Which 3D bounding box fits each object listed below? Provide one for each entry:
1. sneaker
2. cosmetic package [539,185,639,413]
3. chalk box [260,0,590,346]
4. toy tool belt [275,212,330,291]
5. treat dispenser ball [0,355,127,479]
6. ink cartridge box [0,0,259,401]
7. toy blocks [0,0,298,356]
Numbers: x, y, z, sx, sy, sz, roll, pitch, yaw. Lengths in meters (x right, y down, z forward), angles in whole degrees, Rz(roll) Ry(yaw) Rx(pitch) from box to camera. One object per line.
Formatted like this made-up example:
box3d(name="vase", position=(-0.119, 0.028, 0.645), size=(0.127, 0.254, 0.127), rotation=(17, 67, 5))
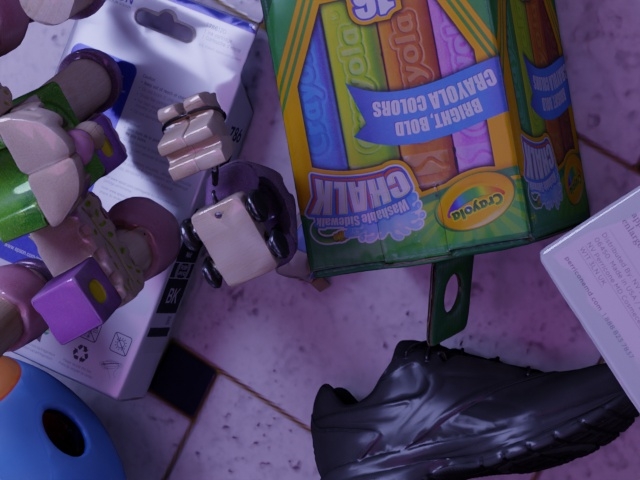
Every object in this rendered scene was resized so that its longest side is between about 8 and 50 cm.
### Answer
box3d(name="sneaker", position=(0.116, 0.129, 1.381), size=(0.286, 0.109, 0.130), rotation=(-18, 71, 15))
box3d(name="cosmetic package", position=(0.365, -0.040, 1.201), size=(0.385, 0.217, 0.156), rotation=(-36, 82, 20))
box3d(name="chalk box", position=(0.089, -0.070, 1.326), size=(0.179, 0.180, 0.288), rotation=(-10, 93, 23))
box3d(name="toy tool belt", position=(0.000, 0.000, 1.444), size=(0.051, 0.052, 0.083), rotation=(24, 110, -15))
box3d(name="treat dispenser ball", position=(-0.302, 0.232, 1.454), size=(0.288, 0.288, 0.288), rotation=(2, 97, 21))
box3d(name="ink cartridge box", position=(-0.168, -0.048, 1.477), size=(0.165, 0.065, 0.332), rotation=(24, 96, 18))
box3d(name="toy blocks", position=(-0.181, -0.088, 1.333), size=(0.309, 0.260, 0.288), rotation=(-23, 103, 22))
